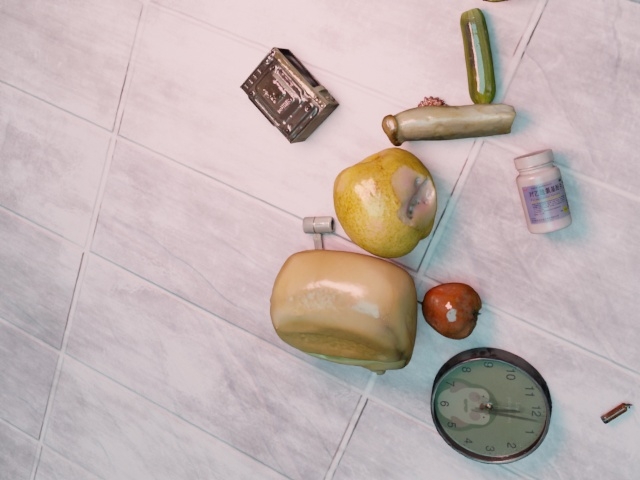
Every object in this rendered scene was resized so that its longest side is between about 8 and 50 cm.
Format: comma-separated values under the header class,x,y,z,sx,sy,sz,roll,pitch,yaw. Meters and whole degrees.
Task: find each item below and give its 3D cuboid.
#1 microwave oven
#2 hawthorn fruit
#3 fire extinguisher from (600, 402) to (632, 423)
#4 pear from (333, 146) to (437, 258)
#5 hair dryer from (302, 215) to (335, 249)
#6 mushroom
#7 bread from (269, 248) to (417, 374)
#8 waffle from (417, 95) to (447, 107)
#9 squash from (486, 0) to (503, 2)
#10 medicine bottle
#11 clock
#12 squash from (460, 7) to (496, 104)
class,x,y,z,sx,sy,sz,roll,pitch,yaw
microwave oven,-0.082,-0.374,1.599,0.205,0.129,0.163,47,111,4
hawthorn fruit,0.321,0.185,1.589,0.189,0.149,0.149,-13,98,21
fire extinguisher,0.754,0.436,1.568,0.028,0.022,0.083,32,116,-32
pear,0.162,-0.091,1.519,0.271,0.271,0.271,4,104,18
hair dryer,0.000,0.000,1.708,0.082,0.047,0.137,0,109,18
mushroom,0.304,-0.283,1.486,0.312,0.100,0.081,-4,76,8
bread,0.059,0.167,1.599,0.376,0.253,0.348,2,148,20
waffle,0.276,-0.320,1.541,0.075,0.029,0.083,26,109,0
squash,0.418,-0.679,1.314,0.233,0.210,0.309,44,108,17
medicine bottle,0.526,-0.116,1.467,0.103,0.103,0.186,-13,99,21
clock,0.452,0.445,1.649,0.319,0.066,0.318,4,104,17
squash,0.374,-0.432,1.464,0.066,0.066,0.228,-8,99,20
